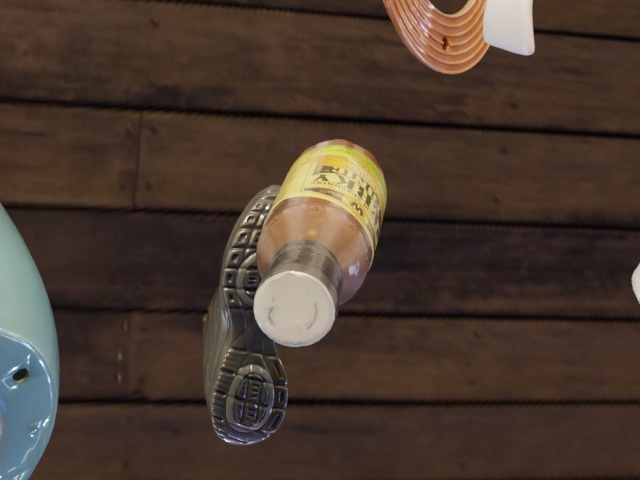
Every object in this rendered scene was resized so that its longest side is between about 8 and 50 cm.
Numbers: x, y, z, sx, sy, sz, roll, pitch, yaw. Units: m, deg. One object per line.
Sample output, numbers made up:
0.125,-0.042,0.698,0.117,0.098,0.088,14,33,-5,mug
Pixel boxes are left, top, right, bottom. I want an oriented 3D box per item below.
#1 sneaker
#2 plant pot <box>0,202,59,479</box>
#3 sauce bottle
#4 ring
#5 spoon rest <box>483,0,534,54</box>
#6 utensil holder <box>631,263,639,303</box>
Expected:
-0.084,0.075,1.457,0.109,0.130,0.286,12,96,-23,sneaker
-0.298,0.065,0.803,0.293,0.235,0.293,-29,140,-29,plant pot
0.000,0.000,1.233,0.111,0.344,0.111,2,112,5,sauce bottle
0.114,-0.333,1.301,0.032,0.336,0.337,1,117,31,ring
0.249,-0.233,1.047,0.276,0.137,0.084,-26,121,-24,spoon rest
0.489,-0.012,1.035,0.327,0.327,0.385,30,110,-20,utensil holder
